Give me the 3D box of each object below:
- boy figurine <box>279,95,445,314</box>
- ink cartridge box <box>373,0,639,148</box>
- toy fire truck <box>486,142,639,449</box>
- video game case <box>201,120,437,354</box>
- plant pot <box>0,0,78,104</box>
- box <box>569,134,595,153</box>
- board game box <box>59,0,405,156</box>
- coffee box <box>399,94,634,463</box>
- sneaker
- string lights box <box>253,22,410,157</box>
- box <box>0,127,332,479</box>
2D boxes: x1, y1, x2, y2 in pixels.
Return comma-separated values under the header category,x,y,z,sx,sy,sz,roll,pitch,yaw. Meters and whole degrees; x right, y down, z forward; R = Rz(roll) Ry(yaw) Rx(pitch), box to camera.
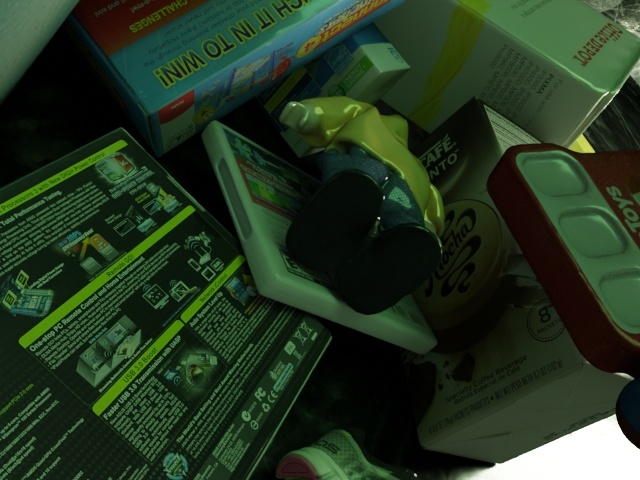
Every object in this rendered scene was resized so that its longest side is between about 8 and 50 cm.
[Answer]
category,x,y,z,sx,sy,sz,roll,pitch,yaw
boy figurine,0.036,-0.059,0.564,0.177,0.092,0.285,40,20,-14
ink cartridge box,0.183,-0.262,0.823,0.385,0.160,0.279,38,41,12
toy fire truck,0.279,0.052,0.470,0.254,0.169,0.302,-6,59,-23
video game case,0.000,0.000,0.547,0.201,0.023,0.183,26,28,-43
plant pot,-0.248,-0.179,0.334,0.248,0.247,0.252,46,21,-4
box,0.439,-0.125,1.132,0.058,0.087,0.232,-4,61,-46
board game box,-0.105,-0.281,0.558,0.308,0.086,0.302,-36,84,-17
coffee box,0.159,0.032,0.616,0.119,0.168,0.297,23,42,-33
sneaker,0.049,0.194,0.435,0.170,0.063,0.075,48,41,8
string lights box,-0.043,-0.232,0.678,0.259,0.133,0.077,52,35,6
box,-0.129,0.069,0.370,0.216,0.060,0.270,44,35,-5
